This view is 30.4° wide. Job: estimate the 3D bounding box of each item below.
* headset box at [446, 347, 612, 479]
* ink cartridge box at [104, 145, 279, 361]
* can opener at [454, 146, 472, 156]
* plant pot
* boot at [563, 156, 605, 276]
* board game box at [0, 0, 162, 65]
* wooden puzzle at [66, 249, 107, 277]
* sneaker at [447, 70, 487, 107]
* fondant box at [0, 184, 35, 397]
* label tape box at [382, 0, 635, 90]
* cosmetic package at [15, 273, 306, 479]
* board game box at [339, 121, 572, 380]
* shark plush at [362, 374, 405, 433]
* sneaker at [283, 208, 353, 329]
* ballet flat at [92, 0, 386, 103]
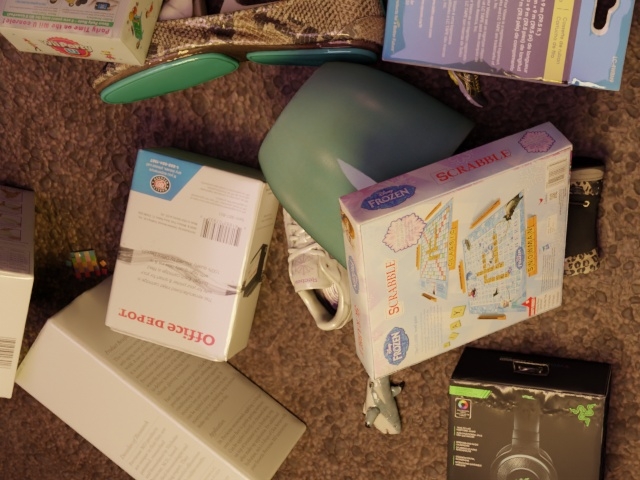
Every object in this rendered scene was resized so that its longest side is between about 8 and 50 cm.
[{"bbox_3d":[0.336,0.319,1.900,0.246,0.131,0.283,6,110,17],"label":"headset box"},{"bbox_3d":[-0.209,0.018,1.956,0.223,0.129,0.307,15,101,13],"label":"ink cartridge box"},{"bbox_3d":[0.214,-0.056,1.862,0.059,0.073,0.186,10,122,-26],"label":"can opener"},{"bbox_3d":[0.051,-0.127,1.751,0.235,0.293,0.293,38,116,3],"label":"plant pot"},{"bbox_3d":[0.317,-0.028,1.787,0.236,0.085,0.178,-7,110,-2],"label":"boot"},{"bbox_3d":[-0.347,-0.435,1.809,0.224,0.097,0.303,10,75,18],"label":"board game box"},{"bbox_3d":[-0.426,0.043,2.138,0.083,0.006,0.049,-7,106,21],"label":"wooden puzzle"},{"bbox_3d":[0.230,-0.240,1.797,0.035,0.031,0.083,-40,92,26],"label":"sneaker"},{"bbox_3d":[-0.554,0.078,2.019,0.096,0.330,0.238,8,115,-18],"label":"fondant box"},{"bbox_3d":[0.277,-0.364,1.690,0.348,0.115,0.249,10,108,14],"label":"label tape box"},{"bbox_3d":[-0.274,0.284,2.047,0.453,0.230,0.161,39,117,4],"label":"cosmetic package"},{"bbox_3d":[0.192,0.020,1.646,0.318,0.066,0.318,-20,135,-14],"label":"board game box"},{"bbox_3d":[0.112,0.251,2.016,0.067,0.073,0.161,5,90,-3],"label":"shark plush"},{"bbox_3d":[0.000,0.000,1.895,0.114,0.152,0.305,-13,102,25],"label":"sneaker"},{"bbox_3d":[-0.132,-0.336,1.841,0.483,0.164,0.182,-7,84,16],"label":"ballet flat"}]
